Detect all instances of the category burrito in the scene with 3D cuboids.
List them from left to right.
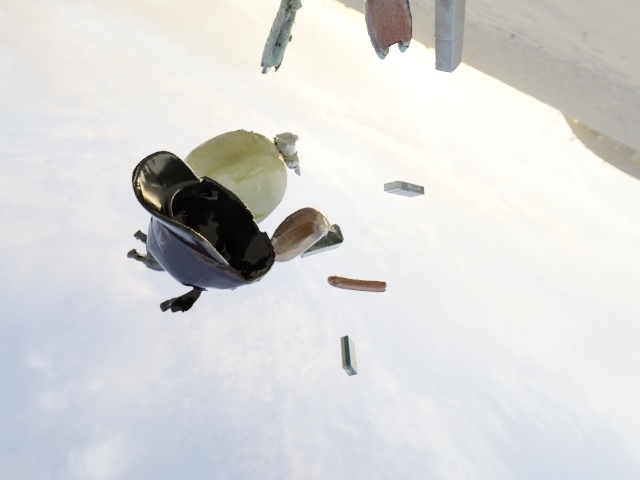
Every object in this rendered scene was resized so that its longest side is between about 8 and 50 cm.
[{"bbox_3d":[-0.150,-0.733,1.463,0.066,0.309,0.096,-20,-113,-39],"label":"burrito"}]

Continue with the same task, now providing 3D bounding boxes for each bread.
[{"bbox_3d":[-0.260,-0.180,1.202,0.320,0.320,0.237,-12,-132,-43],"label":"bread"}]

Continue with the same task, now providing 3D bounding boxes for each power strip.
[{"bbox_3d":[0.089,0.363,1.288,0.123,0.032,0.056,-91,-25,-50],"label":"power strip"}]

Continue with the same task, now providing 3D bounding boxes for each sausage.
[{"bbox_3d":[0.110,0.133,1.242,0.186,0.043,0.043,5,-147,12],"label":"sausage"}]

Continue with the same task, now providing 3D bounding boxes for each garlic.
[{"bbox_3d":[-0.066,0.000,0.924,0.090,0.198,0.128,56,-172,-18],"label":"garlic"}]

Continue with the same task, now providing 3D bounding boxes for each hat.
[{"bbox_3d":[-0.260,-0.003,0.757,0.336,0.209,0.238,35,-150,-59],"label":"hat"}]

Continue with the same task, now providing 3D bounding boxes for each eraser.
[{"bbox_3d":[0.399,-0.243,1.920,0.212,0.092,0.046,5,-98,-43],"label":"eraser"}]

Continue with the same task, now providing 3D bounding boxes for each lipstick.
[{"bbox_3d":[0.429,-0.748,1.345,0.076,0.371,0.080,28,-115,31],"label":"lipstick"}]

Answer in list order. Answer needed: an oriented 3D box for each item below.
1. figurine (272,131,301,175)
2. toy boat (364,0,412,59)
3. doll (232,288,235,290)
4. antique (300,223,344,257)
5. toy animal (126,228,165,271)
[{"bbox_3d":[-0.114,-0.280,1.331,0.098,0.146,0.081,8,-135,12],"label":"figurine"},{"bbox_3d":[0.206,-0.703,1.286,0.155,0.227,0.085,-24,-152,-12],"label":"toy boat"},{"bbox_3d":[-0.268,0.092,1.220,0.115,0.190,0.050,57,-148,-14],"label":"doll"},{"bbox_3d":[0.000,0.000,1.625,0.183,0.086,0.088,-16,-103,-16],"label":"antique"},{"bbox_3d":[-0.409,0.023,1.240,0.168,0.106,0.343,25,-169,25],"label":"toy animal"}]
